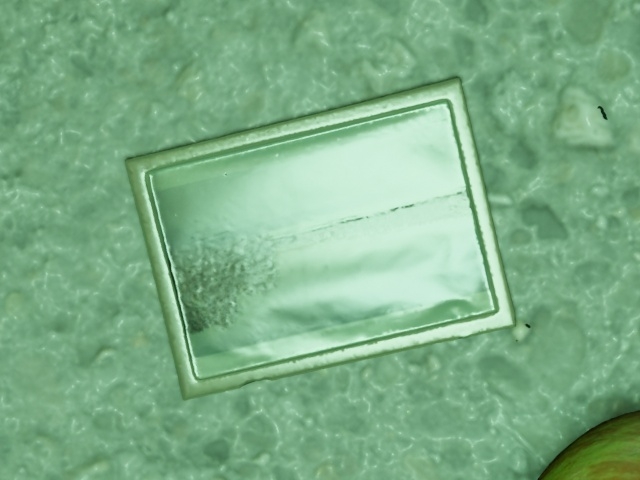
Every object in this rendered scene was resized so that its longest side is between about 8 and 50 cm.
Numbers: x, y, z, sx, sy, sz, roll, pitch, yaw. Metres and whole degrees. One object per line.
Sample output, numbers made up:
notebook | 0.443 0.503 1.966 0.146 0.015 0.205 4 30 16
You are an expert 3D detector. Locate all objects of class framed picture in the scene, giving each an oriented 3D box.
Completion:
framed picture | 0.000 0.000 1.356 0.289 0.016 0.213 -13 93 4

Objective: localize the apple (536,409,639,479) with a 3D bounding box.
apple | 0.268 0.282 1.229 0.301 0.301 0.302 0 94 4
